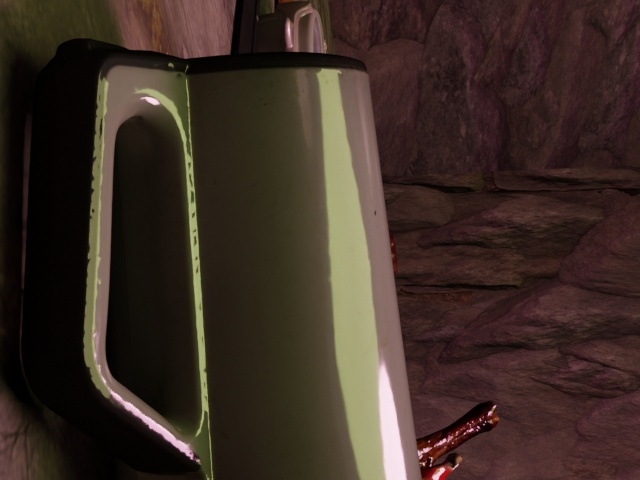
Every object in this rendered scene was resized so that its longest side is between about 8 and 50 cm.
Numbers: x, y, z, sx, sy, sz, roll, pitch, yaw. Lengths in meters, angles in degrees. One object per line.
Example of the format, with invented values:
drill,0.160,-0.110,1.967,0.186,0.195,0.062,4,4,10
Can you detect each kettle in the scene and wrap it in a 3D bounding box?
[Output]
kettle,-0.083,0.051,0.728,0.361,0.250,0.376,-8,93,-58

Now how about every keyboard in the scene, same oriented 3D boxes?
keyboard,-0.116,-0.318,1.463,0.072,0.023,0.231,69,17,-52

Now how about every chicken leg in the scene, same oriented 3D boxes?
chicken leg,0.138,0.376,1.594,0.096,0.407,0.158,59,-36,11

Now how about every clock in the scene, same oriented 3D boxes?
clock,-0.052,-0.285,1.682,0.324,0.109,0.265,29,61,-83

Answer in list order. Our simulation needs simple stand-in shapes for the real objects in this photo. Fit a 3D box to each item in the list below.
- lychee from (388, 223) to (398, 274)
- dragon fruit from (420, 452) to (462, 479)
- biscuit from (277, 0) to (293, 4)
lychee,-0.011,0.035,1.354,0.271,0.236,0.235,-1,88,-60
dragon fruit,0.031,0.381,1.084,0.386,0.371,0.249,-27,-90,54
biscuit,-0.070,-0.430,1.968,0.142,0.029,0.220,-60,148,-83
